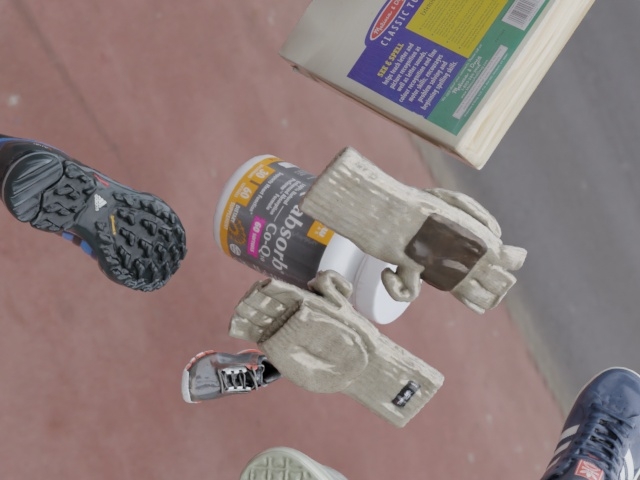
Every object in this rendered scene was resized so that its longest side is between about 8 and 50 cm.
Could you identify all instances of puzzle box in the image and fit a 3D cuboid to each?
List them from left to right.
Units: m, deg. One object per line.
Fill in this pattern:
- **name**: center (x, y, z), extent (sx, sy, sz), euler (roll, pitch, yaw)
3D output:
- **puzzle box**: center (0.163, -0.292, 1.391), extent (0.409, 0.272, 0.052), euler (-55, 139, -1)

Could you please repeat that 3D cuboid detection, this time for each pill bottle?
- **pill bottle**: center (0.000, 0.000, 1.992), extent (0.162, 0.278, 0.162), euler (-41, 145, -37)

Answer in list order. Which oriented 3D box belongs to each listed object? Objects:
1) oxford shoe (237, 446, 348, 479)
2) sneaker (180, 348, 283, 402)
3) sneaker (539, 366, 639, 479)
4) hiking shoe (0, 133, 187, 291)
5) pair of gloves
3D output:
- **oxford shoe**: center (0.061, 0.453, 1.849), extent (0.449, 0.169, 0.130), euler (51, 4, 13)
- **sneaker**: center (-0.105, 0.165, 1.773), extent (0.158, 0.065, 0.061), euler (-14, 104, -49)
- **sneaker**: center (0.376, 0.321, 1.987), extent (0.148, 0.131, 0.350), euler (80, 34, -65)
- **hiking shoe**: center (-0.270, -0.044, 1.666), extent (0.132, 0.113, 0.304), euler (38, -2, 40)
- **pair of gloves**: center (0.049, 0.042, 1.266), extent (0.204, 0.240, 0.042), euler (24, 29, -13)
